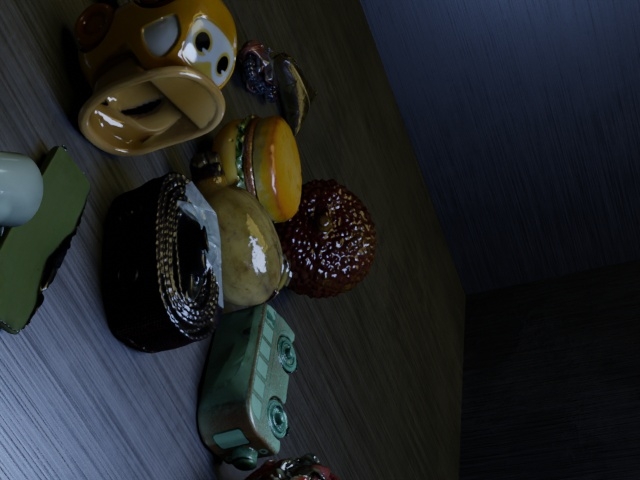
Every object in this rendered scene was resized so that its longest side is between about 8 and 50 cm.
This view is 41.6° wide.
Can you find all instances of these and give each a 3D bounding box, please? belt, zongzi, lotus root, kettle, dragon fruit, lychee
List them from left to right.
[{"bbox_3d":[-0.436,-0.059,1.036,0.098,0.127,0.148,47,15,17],"label":"kettle"},{"bbox_3d":[-0.244,0.032,1.379,0.184,0.164,0.289,26,52,-55],"label":"belt"},{"bbox_3d":[-0.174,-0.022,1.613,0.310,0.183,0.183,68,20,-12],"label":"lotus root"},{"bbox_3d":[-0.091,-0.393,2.251,0.187,0.084,0.184,53,39,-36],"label":"zongzi"},{"bbox_3d":[-0.051,0.492,1.451,0.244,0.244,0.298,-55,167,-65],"label":"dragon fruit"},{"bbox_3d":[0.000,0.000,1.936,0.304,0.276,0.275,113,-30,-71],"label":"lychee"}]

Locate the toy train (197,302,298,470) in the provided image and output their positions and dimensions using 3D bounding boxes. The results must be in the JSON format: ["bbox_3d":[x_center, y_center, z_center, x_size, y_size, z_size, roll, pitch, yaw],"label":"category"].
[{"bbox_3d":[-0.134,0.267,1.583,0.159,0.129,0.326,54,29,-36],"label":"toy train"}]

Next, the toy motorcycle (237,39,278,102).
[{"bbox_3d":[-0.148,-0.420,2.089,0.212,0.084,0.118,33,45,-74],"label":"toy motorcycle"}]

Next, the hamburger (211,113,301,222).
[{"bbox_3d":[-0.143,-0.143,1.777,0.246,0.170,0.246,-2,90,-77],"label":"hamburger"}]

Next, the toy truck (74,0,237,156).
[{"bbox_3d":[-0.271,-0.291,1.393,0.204,0.288,0.211,44,25,-60],"label":"toy truck"}]

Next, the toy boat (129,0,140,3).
[{"bbox_3d":[-0.360,-0.467,1.511,0.293,0.099,0.108,61,-2,-35],"label":"toy boat"}]

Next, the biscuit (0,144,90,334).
[{"bbox_3d":[-0.395,-0.005,1.171,0.099,0.038,0.322,58,27,-35],"label":"biscuit"}]
